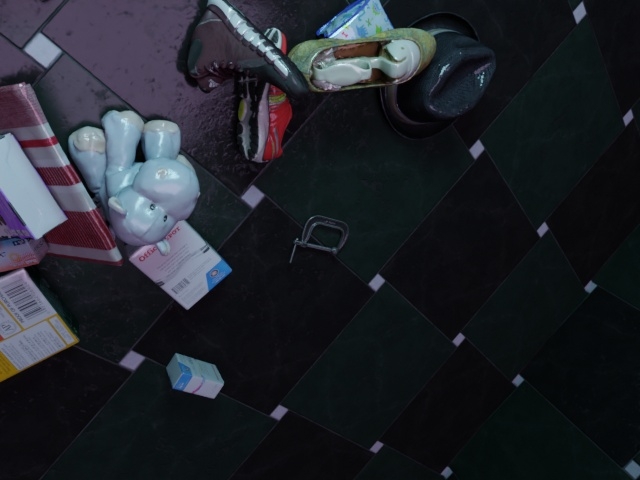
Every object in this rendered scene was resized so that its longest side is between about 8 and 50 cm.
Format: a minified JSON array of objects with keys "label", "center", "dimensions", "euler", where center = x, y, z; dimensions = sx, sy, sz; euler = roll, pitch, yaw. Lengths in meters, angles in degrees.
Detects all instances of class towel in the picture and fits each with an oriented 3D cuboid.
[{"label":"towel","center":[-0.490,-0.103,0.820],"dimensions":[0.037,0.237,0.328],"euler":[-50,135,-43]}]

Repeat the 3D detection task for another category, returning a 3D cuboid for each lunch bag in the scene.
[{"label":"lunch bag","center":[0.089,-0.456,1.047],"dimensions":[0.151,0.096,0.129],"euler":[-38,125,4]}]

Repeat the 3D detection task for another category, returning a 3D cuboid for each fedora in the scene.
[{"label":"fedora","center":[0.316,-0.398,1.163],"dimensions":[0.334,0.152,0.333],"euler":[-12,117,-24]}]

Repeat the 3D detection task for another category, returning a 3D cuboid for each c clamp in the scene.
[{"label":"c clamp","center":[0.000,0.000,1.253],"dimensions":[0.161,0.022,0.137],"euler":[7,103,-29]}]

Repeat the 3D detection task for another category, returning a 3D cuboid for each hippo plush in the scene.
[{"label":"hippo plush","center":[-0.359,-0.102,0.874],"dimensions":[0.294,0.236,0.234],"euler":[-43,125,-6]}]

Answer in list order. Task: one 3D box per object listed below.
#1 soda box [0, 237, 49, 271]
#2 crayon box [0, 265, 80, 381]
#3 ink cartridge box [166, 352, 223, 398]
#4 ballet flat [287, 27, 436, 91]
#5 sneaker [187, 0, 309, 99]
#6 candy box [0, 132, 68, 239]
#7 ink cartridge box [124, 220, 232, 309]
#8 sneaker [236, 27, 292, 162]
[{"label":"soda box","center":[-0.617,0.024,0.869],"dimensions":[0.183,0.058,0.062],"euler":[-13,119,-3]},{"label":"crayon box","center":[-0.688,0.190,0.921],"dimensions":[0.323,0.083,0.203],"euler":[-28,122,-16]},{"label":"ink cartridge box","center":[-0.319,0.346,1.189],"dimensions":[0.123,0.088,0.052],"euler":[29,96,-35]},{"label":"ballet flat","center":[0.105,-0.368,0.976],"dimensions":[0.349,0.123,0.123],"euler":[-11,117,-16]},{"label":"sneaker","center":[-0.155,-0.326,0.900],"dimensions":[0.162,0.281,0.106],"euler":[-46,161,16]},{"label":"candy box","center":[-0.558,-0.088,0.797],"dimensions":[0.070,0.196,0.164],"euler":[-53,135,-43]},{"label":"ink cartridge box","center":[-0.319,0.042,1.056],"dimensions":[0.140,0.082,0.190],"euler":[-42,124,-7]},{"label":"sneaker","center":[-0.112,-0.311,1.019],"dimensions":[0.118,0.107,0.278],"euler":[-11,120,-47]}]
